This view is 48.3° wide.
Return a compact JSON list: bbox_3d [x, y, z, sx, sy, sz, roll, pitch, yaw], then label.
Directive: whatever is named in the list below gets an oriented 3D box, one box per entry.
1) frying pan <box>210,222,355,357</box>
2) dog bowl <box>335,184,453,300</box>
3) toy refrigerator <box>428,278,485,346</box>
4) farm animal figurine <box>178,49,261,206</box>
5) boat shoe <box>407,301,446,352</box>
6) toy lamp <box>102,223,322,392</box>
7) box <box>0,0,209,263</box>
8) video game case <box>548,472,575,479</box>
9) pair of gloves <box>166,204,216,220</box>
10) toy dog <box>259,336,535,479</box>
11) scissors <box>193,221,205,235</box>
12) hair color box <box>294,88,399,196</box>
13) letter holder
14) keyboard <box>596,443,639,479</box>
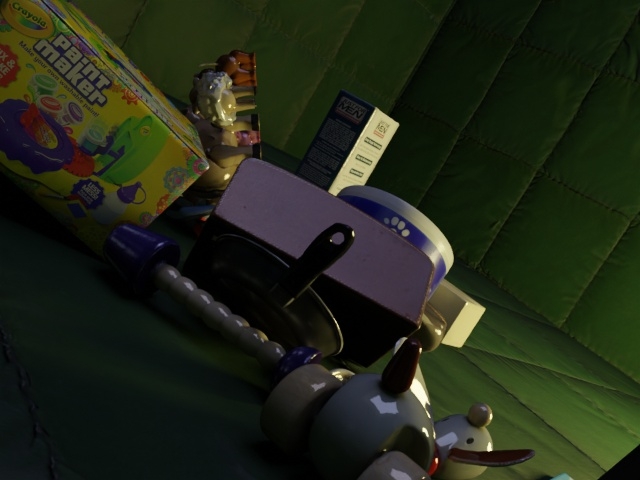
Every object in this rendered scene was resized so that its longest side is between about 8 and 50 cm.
[{"bbox_3d":[-0.024,0.073,0.785,0.197,0.053,0.326,53,-26,-21],"label":"frying pan"},{"bbox_3d":[0.117,0.017,1.388,0.265,0.104,0.265,31,-21,13],"label":"dog bowl"},{"bbox_3d":[0.217,0.113,1.552,0.094,0.102,0.269,20,13,-48],"label":"toy refrigerator"},{"bbox_3d":[-0.192,-0.161,1.271,0.172,0.330,0.326,-4,26,-5],"label":"farm animal figurine"},{"bbox_3d":[0.072,0.043,1.201,0.355,0.132,0.130,38,54,10],"label":"boat shoe"},{"bbox_3d":[-0.126,0.071,0.785,0.275,0.080,0.080,34,10,15],"label":"toy lamp"},{"bbox_3d":[-0.313,-0.166,0.920,0.290,0.177,0.279,46,3,-21],"label":"box"},{"bbox_3d":[0.375,0.371,0.936,0.166,0.015,0.119,36,11,31],"label":"video game case"},{"bbox_3d":[-0.165,-0.047,1.224,0.159,0.023,0.198,-6,0,19],"label":"pair of gloves"},{"bbox_3d":[0.094,0.166,0.691,0.220,0.161,0.334,36,11,14],"label":"toy dog"},{"bbox_3d":[-0.086,0.044,1.248,0.297,0.021,0.109,31,7,-4],"label":"scissors"},{"bbox_3d":[0.034,-0.163,1.682,0.105,0.347,0.174,34,10,21],"label":"hair color box"},{"bbox_3d":[0.000,0.000,1.007,0.302,0.152,0.214,29,52,-8],"label":"letter holder"},{"bbox_3d":[0.286,0.268,0.692,0.023,0.180,0.108,52,-5,-4],"label":"keyboard"}]
